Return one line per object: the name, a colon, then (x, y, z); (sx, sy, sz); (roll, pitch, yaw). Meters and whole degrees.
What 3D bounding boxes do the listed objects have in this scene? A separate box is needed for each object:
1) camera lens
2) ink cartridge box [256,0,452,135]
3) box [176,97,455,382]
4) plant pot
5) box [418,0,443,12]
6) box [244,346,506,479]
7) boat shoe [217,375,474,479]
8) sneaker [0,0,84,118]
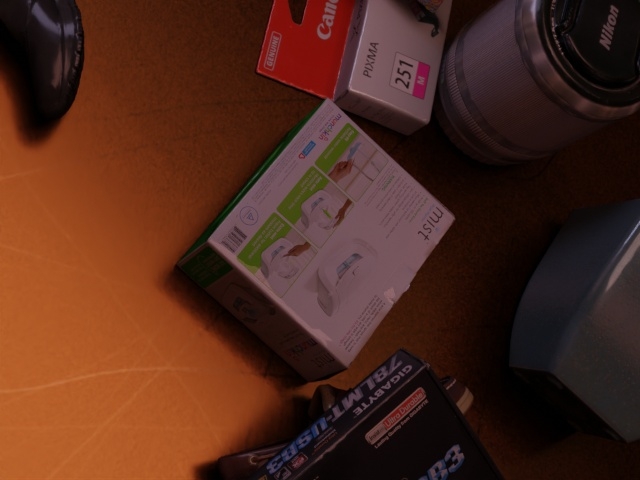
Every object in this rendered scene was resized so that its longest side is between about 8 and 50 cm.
camera lens: (0.301, -0.234, 1.627); (0.219, 0.274, 0.219); (8, 73, -25)
ink cartridge box: (0.058, -0.312, 1.664); (0.239, 0.060, 0.275); (20, 68, -20)
box: (0.000, 0.000, 1.506); (0.231, 0.127, 0.262); (42, 62, -9)
plant pot: (0.395, 0.122, 1.599); (0.247, 0.248, 0.252); (43, 78, -9)
box: (0.131, -0.517, 1.644); (0.290, 0.177, 0.279); (36, 49, -4)
box: (0.067, 0.322, 1.377); (0.295, 0.073, 0.293); (-39, 118, -12)
boat shoe: (0.031, 0.228, 1.462); (0.342, 0.123, 0.123); (-25, 88, -22)
sneaker: (-0.351, -0.276, 1.450); (0.130, 0.109, 0.286); (-4, 70, -16)
